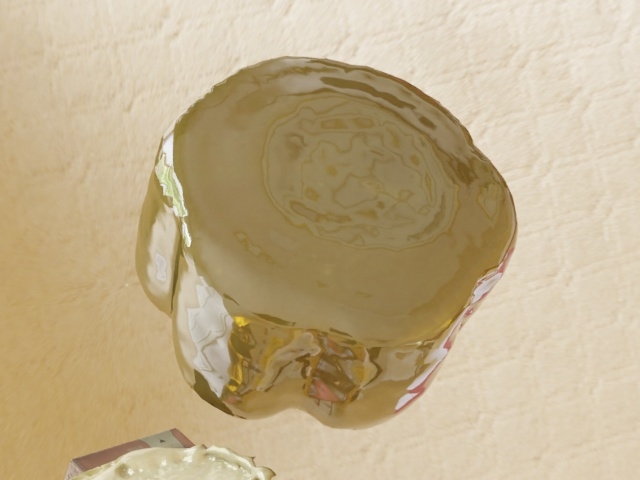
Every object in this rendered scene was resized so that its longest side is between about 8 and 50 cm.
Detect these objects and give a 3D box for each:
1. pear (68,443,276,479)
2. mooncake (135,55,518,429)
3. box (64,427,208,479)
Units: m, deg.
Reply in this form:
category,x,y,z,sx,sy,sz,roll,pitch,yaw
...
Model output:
category,x,y,z,sx,sy,sz,roll,pitch,yaw
pear,-0.134,0.294,0.907,0.267,0.267,0.178,-15,110,-10
mooncake,0.000,0.000,1.480,0.467,0.262,0.467,7,50,-8
box,-0.274,0.383,1.652,0.086,0.215,0.215,36,117,30
